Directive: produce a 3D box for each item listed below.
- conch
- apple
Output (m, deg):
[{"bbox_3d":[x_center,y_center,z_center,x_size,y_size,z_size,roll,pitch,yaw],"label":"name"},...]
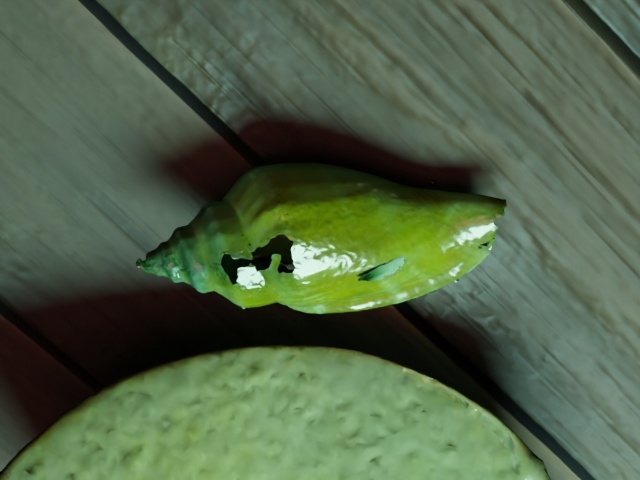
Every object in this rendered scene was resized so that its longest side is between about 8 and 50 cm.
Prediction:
[{"bbox_3d":[-0.002,0.002,0.733,0.201,0.079,0.095,8,138,-5],"label":"conch"},{"bbox_3d":[-0.020,0.186,0.773,0.346,0.179,0.254,7,107,7],"label":"apple"}]
